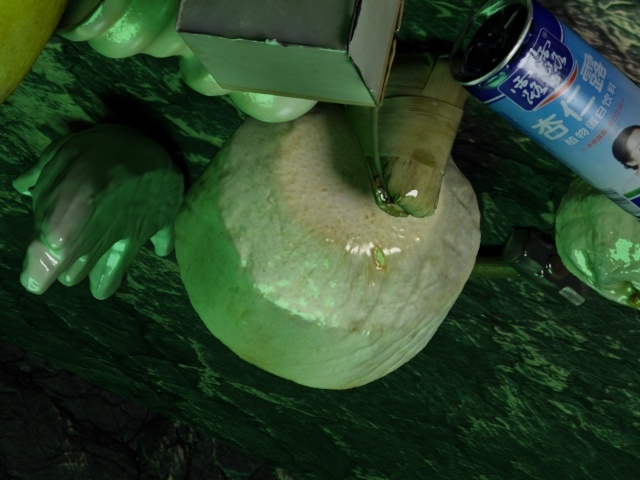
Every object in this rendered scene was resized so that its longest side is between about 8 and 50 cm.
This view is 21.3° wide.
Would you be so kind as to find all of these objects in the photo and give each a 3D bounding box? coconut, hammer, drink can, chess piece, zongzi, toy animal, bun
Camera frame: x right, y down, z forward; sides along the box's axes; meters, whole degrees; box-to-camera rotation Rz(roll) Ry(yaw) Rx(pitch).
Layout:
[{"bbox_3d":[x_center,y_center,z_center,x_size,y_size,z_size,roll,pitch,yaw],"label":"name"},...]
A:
[{"bbox_3d":[0.000,0.000,1.728,0.329,0.329,0.329,21,161,7],"label":"coconut"},{"bbox_3d":[0.154,0.029,2.000,0.111,0.043,0.365,34,161,-32],"label":"hammer"},{"bbox_3d":[0.223,-0.110,1.444,0.235,0.097,0.097,34,159,-27],"label":"drink can"},{"bbox_3d":[-0.102,-0.192,1.548,0.251,0.144,0.144,29,161,-30],"label":"chess piece"},{"bbox_3d":[0.047,-0.101,1.573,0.176,0.160,0.078,7,160,37],"label":"zongzi"},{"bbox_3d":[-0.298,-0.050,2.026,0.188,0.308,0.266,42,140,10],"label":"toy animal"},{"bbox_3d":[0.316,0.003,1.610,0.195,0.118,0.195,20,158,9],"label":"bun"}]

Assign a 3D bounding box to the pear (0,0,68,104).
[{"bbox_3d":[-0.327,-0.249,1.424,0.269,0.269,0.321,19,118,11],"label":"pear"}]

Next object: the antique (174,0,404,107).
[{"bbox_3d":[-0.014,-0.197,1.372,0.152,0.146,0.148,9,164,16],"label":"antique"}]
